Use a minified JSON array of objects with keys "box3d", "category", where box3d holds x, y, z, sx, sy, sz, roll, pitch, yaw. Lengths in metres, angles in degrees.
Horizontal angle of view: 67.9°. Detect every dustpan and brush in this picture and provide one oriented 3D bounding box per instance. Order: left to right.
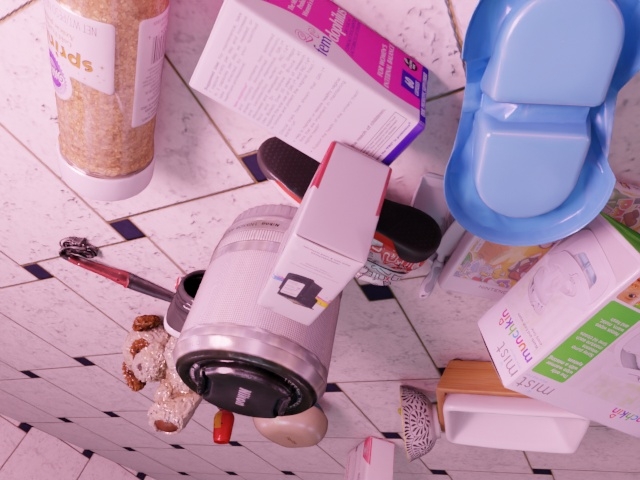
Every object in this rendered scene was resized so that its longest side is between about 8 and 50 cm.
[{"box3d":[0.185,0.010,0.704,0.147,0.060,0.211,14,140,-1],"category":"dustpan and brush"}]

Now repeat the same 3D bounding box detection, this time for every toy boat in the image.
[{"box3d":[-0.143,0.467,1.292,0.317,0.148,0.268,-6,142,11],"category":"toy boat"}]

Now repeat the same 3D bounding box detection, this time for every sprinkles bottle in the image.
[{"box3d":[-0.236,-0.197,0.529,0.121,0.121,0.355,20,139,-9],"category":"sprinkles bottle"}]

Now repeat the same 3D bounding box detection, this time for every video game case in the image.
[{"box3d":[0.302,0.005,0.647,0.206,0.026,0.227,13,129,-10],"category":"video game case"}]

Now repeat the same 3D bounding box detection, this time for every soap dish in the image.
[{"box3d":[0.398,0.348,1.002,0.290,0.118,0.229,-1,138,17],"category":"soap dish"}]

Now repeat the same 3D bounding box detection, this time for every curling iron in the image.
[{"box3d":[-0.393,0.073,0.956,0.274,0.035,0.068,34,136,-23],"category":"curling iron"}]

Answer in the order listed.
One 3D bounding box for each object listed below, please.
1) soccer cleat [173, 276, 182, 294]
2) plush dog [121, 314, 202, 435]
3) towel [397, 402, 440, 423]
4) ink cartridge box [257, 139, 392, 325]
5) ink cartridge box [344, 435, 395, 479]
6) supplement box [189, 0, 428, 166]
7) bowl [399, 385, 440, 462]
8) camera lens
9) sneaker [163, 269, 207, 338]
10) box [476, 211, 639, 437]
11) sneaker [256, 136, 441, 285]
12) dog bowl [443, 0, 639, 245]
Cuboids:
[{"box3d":[-0.277,0.098,0.963,0.035,0.029,0.083,9,144,-9],"category":"soccer cleat"},{"box3d":[-0.355,0.274,1.108,0.225,0.210,0.263,25,113,7],"category":"plush dog"},{"box3d":[0.321,0.440,1.208,0.237,0.021,0.102,-23,129,35],"category":"towel"},{"box3d":[0.000,0.000,0.522,0.072,0.128,0.175,23,147,-6],"category":"ink cartridge box"},{"box3d":[0.149,0.731,1.490,0.092,0.159,0.218,18,141,-8],"category":"ink cartridge box"},{"box3d":[-0.005,-0.172,0.502,0.219,0.111,0.114,27,139,-17],"category":"supplement box"},{"box3d":[0.234,0.421,1.103,0.080,0.170,0.170,-8,137,10],"category":"bowl"},{"box3d":[-0.082,0.110,0.727,0.219,0.275,0.220,8,140,7],"category":"camera lens"},{"box3d":[-0.153,0.145,0.926,0.295,0.105,0.147,13,133,-8],"category":"sneaker"},{"box3d":[0.393,0.119,0.634,0.261,0.127,0.231,24,120,-18],"category":"box"},{"box3d":[0.021,-0.029,0.669,0.269,0.090,0.145,29,150,0],"category":"sneaker"},{"box3d":[0.217,-0.133,0.477,0.165,0.074,0.298,6,127,11],"category":"dog bowl"}]
